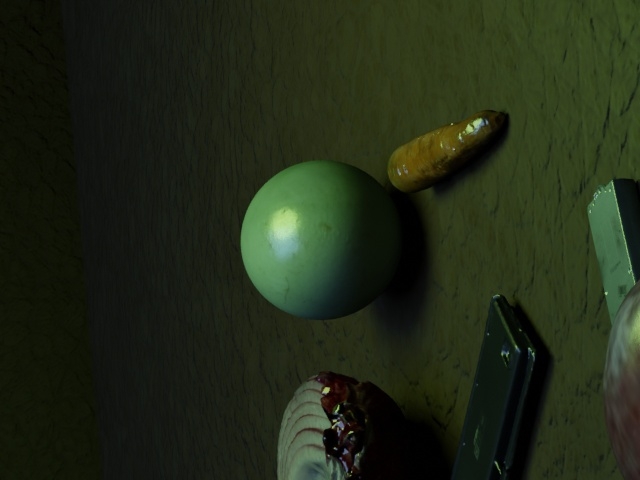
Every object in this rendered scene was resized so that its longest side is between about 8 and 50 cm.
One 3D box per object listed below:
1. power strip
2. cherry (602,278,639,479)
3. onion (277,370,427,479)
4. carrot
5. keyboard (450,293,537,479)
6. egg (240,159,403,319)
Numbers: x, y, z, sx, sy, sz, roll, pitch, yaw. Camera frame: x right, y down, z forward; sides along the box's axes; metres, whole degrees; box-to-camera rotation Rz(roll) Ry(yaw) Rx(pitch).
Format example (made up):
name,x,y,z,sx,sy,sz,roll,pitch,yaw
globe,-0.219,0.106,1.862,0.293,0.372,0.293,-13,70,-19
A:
name,x,y,z,sx,sy,sz,roll,pitch,yaw
power strip,0.208,0.025,1.192,0.051,0.019,0.136,124,141,-60
cherry,0.239,0.051,0.760,0.285,0.213,0.236,51,137,40
onion,0.037,0.223,1.607,0.283,0.120,0.227,112,153,-60
carrot,0.104,-0.078,1.488,0.191,0.047,0.047,148,119,-69
keyboard,0.139,0.160,1.429,0.093,0.025,0.230,-113,26,-53
egg,0.000,0.000,1.652,0.192,0.149,0.149,172,96,-75
